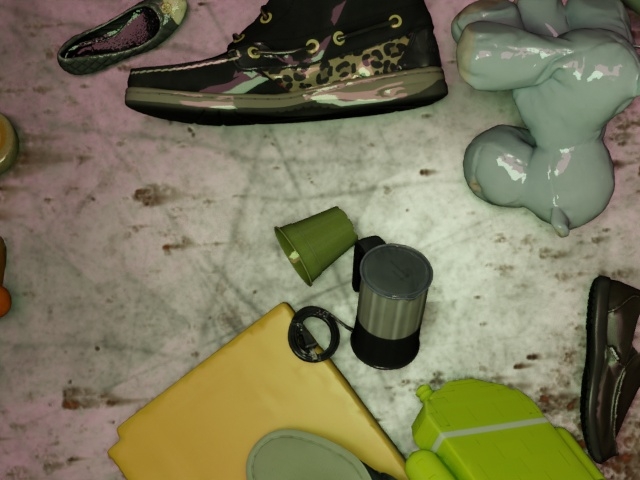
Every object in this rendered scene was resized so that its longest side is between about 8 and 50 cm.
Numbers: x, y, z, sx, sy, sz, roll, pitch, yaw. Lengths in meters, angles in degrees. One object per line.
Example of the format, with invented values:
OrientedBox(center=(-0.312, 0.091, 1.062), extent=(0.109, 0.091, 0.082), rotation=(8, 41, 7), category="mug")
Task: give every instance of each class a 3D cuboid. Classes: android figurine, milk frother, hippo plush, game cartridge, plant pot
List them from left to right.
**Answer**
OrientedBox(center=(-0.057, 0.283, 1.804), extent=(0.285, 0.053, 0.323), rotation=(-37, 84, 2), category="game cartridge")
OrientedBox(center=(0.000, 0.000, 1.797), extent=(0.079, 0.083, 0.083), rotation=(-30, 86, -10), category="plant pot")
OrientedBox(center=(0.044, 0.078, 1.741), extent=(0.143, 0.134, 0.129), rotation=(-31, 57, -29), category="milk frother")
OrientedBox(center=(0.208, 0.254, 1.704), extent=(0.273, 0.248, 0.056), rotation=(51, 131, 36), category="android figurine")
OrientedBox(center=(0.284, -0.144, 1.741), extent=(0.294, 0.234, 0.236), rotation=(12, 120, 19), category="hippo plush")

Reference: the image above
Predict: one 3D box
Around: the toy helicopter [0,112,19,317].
OrientedBox(center=(-0.449, 0.009, 1.802), extent=(0.235, 0.140, 0.355), rotation=(22, 77, 11), category="toy helicopter")

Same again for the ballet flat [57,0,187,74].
OrientedBox(center=(-0.238, -0.248, 1.830), extent=(0.173, 0.049, 0.057), rotation=(-29, 87, 3), category="ballet flat")

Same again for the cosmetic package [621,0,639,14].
OrientedBox(center=(0.330, -0.403, 1.763), extent=(0.309, 0.113, 0.160), rotation=(39, 91, 4), category="cosmetic package")

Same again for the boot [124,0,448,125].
OrientedBox(center=(-0.046, -0.283, 1.773), extent=(0.377, 0.138, 0.284), rotation=(-4, 89, 0), category="boot")

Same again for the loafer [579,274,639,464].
OrientedBox(center=(0.347, 0.152, 1.759), extent=(0.078, 0.080, 0.220), rotation=(4, 88, 5), category="loafer")

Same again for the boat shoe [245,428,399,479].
OrientedBox(center=(0.064, 0.329, 1.707), extent=(0.340, 0.113, 0.127), rotation=(23, 78, 28), category="boat shoe")
